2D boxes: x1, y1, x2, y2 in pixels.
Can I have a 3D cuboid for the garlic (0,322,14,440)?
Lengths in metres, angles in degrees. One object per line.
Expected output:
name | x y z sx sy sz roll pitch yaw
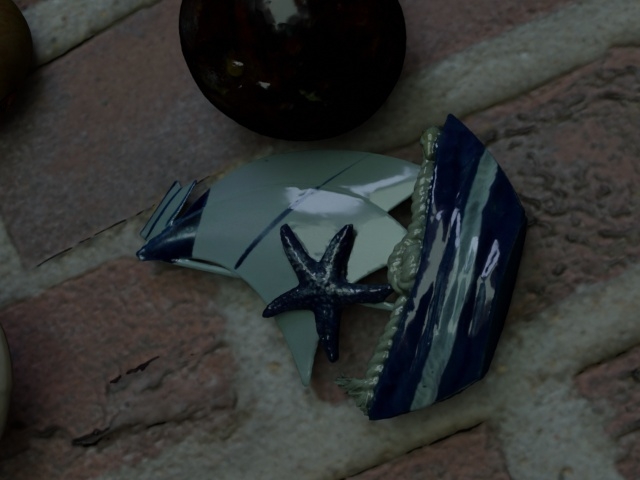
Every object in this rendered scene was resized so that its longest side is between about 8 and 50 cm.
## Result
garlic | -0.347 0.150 1.009 0.203 0.184 0.281 47 70 -9

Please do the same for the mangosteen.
mangosteen | -0.016 -0.159 1.003 0.172 0.172 0.184 -4 43 11

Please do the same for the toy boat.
toy boat | 0.008 0.029 1.007 0.291 0.070 0.210 -11 73 13

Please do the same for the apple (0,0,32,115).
apple | -0.287 -0.147 1.081 0.126 0.102 0.126 -2 78 11
